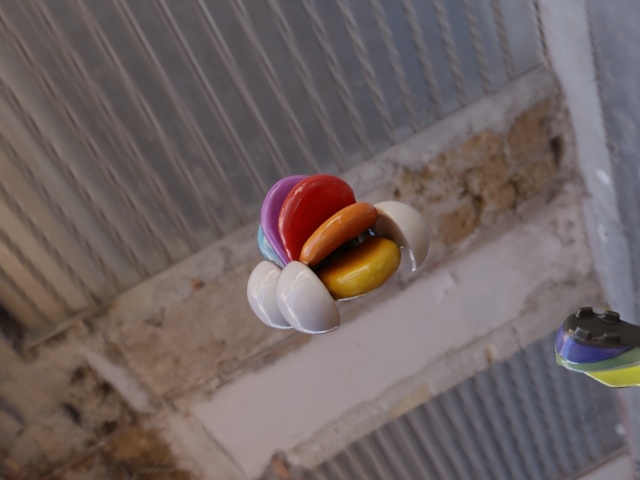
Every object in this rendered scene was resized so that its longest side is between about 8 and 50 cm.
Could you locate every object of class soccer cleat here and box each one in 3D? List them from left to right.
[{"bbox_3d":[0.497,0.185,1.624,0.093,0.289,0.121,-65,-13,-45],"label":"soccer cleat"}]

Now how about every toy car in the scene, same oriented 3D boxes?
[{"bbox_3d":[0.000,0.000,1.037,0.136,0.159,0.182,59,160,-12],"label":"toy car"}]
